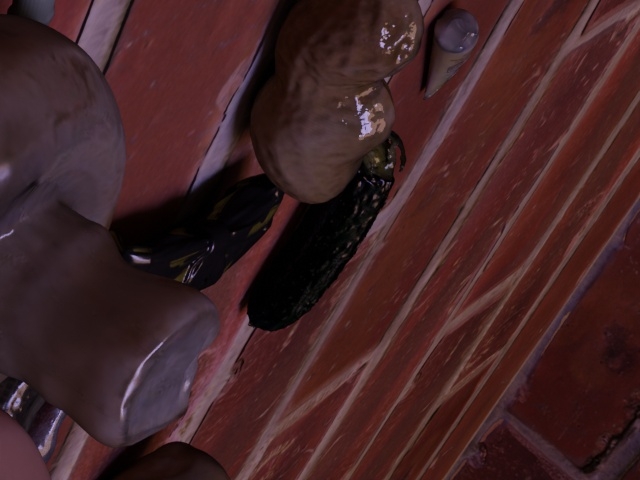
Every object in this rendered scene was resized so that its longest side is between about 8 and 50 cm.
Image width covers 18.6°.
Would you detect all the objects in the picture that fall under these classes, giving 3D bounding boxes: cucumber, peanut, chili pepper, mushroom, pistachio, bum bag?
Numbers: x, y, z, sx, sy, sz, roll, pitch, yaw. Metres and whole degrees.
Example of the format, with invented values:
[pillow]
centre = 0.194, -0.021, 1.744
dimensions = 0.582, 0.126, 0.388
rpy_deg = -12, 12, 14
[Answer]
[cucumber]
centre = 0.002, 0.002, 1.771
dimensions = 0.067, 0.067, 0.245
rpy_deg = -30, 155, -53
[peanut]
centre = 0.011, -0.116, 1.415
dimensions = 0.086, 0.104, 0.228
rpy_deg = -50, 168, -39
[chili pepper]
centre = -0.226, 0.156, 1.534
dimensions = 0.153, 0.041, 0.050
rpy_deg = -49, -152, 0
[mushroom]
centre = -0.166, 0.019, 0.980
dimensions = 0.243, 0.243, 0.243
rpy_deg = -45, 166, -15
[pistachio]
centre = -0.166, 0.287, 1.872
dimensions = 0.226, 0.136, 0.136
rpy_deg = -56, 164, 26
[bum bag]
centre = -0.103, 0.008, 1.481
dimensions = 0.107, 0.060, 0.232
rpy_deg = -48, 167, 34

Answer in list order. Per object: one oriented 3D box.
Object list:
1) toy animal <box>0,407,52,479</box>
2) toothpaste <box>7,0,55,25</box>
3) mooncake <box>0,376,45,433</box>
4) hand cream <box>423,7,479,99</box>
[toy animal]
centre = -0.268, 0.161, 1.171
dimensions = 0.197, 0.171, 0.171
rpy_deg = -11, 172, 12
[toothpaste]
centre = -0.117, -0.199, 0.943
dimensions = 0.067, 0.037, 0.255
rpy_deg = -29, 153, -40
[mooncake]
centre = -0.222, 0.101, 1.314
dimensions = 0.125, 0.073, 0.130
rpy_deg = -63, -179, -17
[hand cream]
centre = 0.117, -0.166, 1.752
dimensions = 0.061, 0.039, 0.143
rpy_deg = -49, 171, -9
